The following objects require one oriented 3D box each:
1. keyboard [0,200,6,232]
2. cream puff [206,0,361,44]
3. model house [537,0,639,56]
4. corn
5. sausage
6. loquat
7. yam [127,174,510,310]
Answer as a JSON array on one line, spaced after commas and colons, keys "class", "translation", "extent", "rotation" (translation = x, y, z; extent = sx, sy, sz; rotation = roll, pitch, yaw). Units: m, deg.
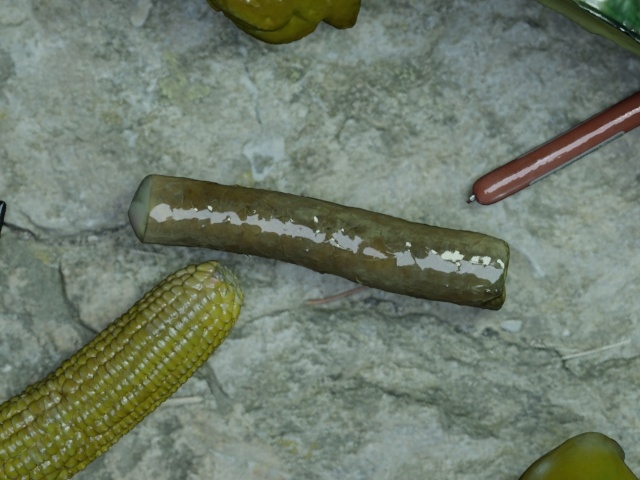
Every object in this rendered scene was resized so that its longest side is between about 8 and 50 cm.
[{"class": "keyboard", "translation": [-0.340, 0.052, 1.726], "extent": [0.060, 0.018, 0.195], "rotation": [15, 96, 7]}, {"class": "cream puff", "translation": [-0.029, -0.293, 1.591], "extent": [0.244, 0.196, 0.244], "rotation": [-21, 125, -34]}, {"class": "model house", "translation": [0.296, -0.288, 1.557], "extent": [0.321, 0.261, 0.266], "rotation": [28, 94, -7]}, {"class": "corn", "translation": [-0.191, 0.125, 1.693], "extent": [0.291, 0.101, 0.101], "rotation": [-42, 94, 2]}, {"class": "sausage", "translation": [0.232, -0.088, 1.691], "extent": [0.223, 0.029, 0.029], "rotation": [-29, 95, 4]}, {"class": "loquat", "translation": [0.235, 0.270, 1.677], "extent": [0.152, 0.152, 0.195], "rotation": [8, 87, 0]}, {"class": "yam", "translation": [0.000, 0.000, 1.682], "extent": [0.356, 0.081, 0.081], "rotation": [10, 96, 0]}]
